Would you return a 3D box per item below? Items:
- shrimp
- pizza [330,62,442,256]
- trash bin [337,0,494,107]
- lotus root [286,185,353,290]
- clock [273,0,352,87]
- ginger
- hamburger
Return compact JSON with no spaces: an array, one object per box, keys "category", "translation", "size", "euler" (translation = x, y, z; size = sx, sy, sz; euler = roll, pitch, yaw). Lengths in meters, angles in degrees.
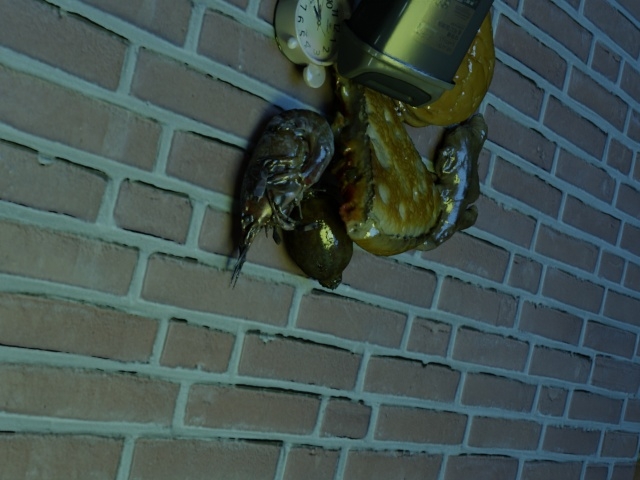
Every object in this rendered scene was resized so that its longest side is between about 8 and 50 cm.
[{"category":"shrimp","translation":[-0.076,-0.069,1.756],"size":[0.145,0.116,0.343],"euler":[26,82,-19]},{"category":"pizza","translation":[0.094,-0.169,1.913],"size":[0.440,0.130,0.406],"euler":[-11,84,-67]},{"category":"trash bin","translation":[0.171,-0.387,1.772],"size":[0.209,0.182,0.290],"euler":[18,113,-29]},{"category":"lotus root","translation":[0.000,0.000,1.852],"size":[0.120,0.120,0.209],"euler":[-33,119,-41]},{"category":"clock","translation":[-0.015,-0.388,1.804],"size":[0.155,0.063,0.229],"euler":[-2,97,-46]},{"category":"ginger","translation":[0.303,-0.126,2.205],"size":[0.166,0.080,0.333],"euler":[15,83,-38]},{"category":"hamburger","translation":[0.231,-0.370,2.016],"size":[0.318,0.158,0.319],"euler":[-12,107,-45]}]
